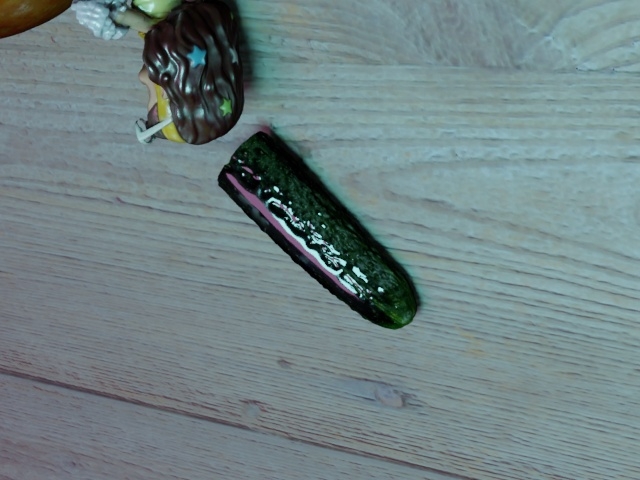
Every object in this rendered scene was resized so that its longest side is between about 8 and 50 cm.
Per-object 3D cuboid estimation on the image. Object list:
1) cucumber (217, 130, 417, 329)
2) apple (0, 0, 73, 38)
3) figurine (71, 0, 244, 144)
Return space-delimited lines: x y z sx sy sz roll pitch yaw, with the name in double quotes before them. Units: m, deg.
"cucumber" 0.001 -0.001 1.938 0.241 0.074 0.074 46 145 3
"apple" -0.304 -0.306 1.857 0.230 0.230 0.230 28 140 27
"figurine" -0.144 -0.207 1.853 0.116 0.175 0.240 -16 99 20
